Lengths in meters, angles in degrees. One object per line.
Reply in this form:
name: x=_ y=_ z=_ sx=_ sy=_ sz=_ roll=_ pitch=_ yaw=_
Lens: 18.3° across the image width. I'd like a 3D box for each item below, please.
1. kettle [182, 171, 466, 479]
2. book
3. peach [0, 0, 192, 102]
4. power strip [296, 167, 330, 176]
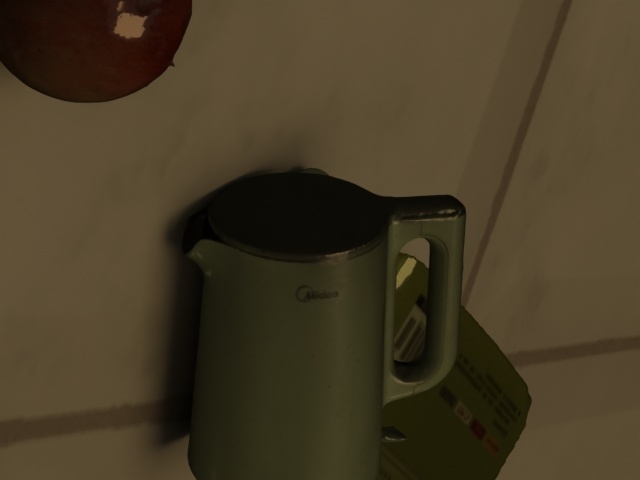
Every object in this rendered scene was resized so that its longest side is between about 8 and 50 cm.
kettle: x=-0.002 y=0.051 z=0.980 sx=0.098 sy=0.127 sz=0.148 roll=-56 pitch=154 yaw=-59
book: x=-0.001 y=0.194 z=1.171 sx=0.352 sy=0.035 sz=0.239 roll=-58 pitch=148 yaw=-11
peach: x=-0.090 y=-0.094 z=0.777 sx=0.083 sy=0.083 sz=0.083 roll=-37 pitch=140 yaw=-39
power strip: x=0.000 y=0.000 z=1.029 sx=0.055 sy=0.035 sz=0.083 roll=-43 pitch=146 yaw=-33
